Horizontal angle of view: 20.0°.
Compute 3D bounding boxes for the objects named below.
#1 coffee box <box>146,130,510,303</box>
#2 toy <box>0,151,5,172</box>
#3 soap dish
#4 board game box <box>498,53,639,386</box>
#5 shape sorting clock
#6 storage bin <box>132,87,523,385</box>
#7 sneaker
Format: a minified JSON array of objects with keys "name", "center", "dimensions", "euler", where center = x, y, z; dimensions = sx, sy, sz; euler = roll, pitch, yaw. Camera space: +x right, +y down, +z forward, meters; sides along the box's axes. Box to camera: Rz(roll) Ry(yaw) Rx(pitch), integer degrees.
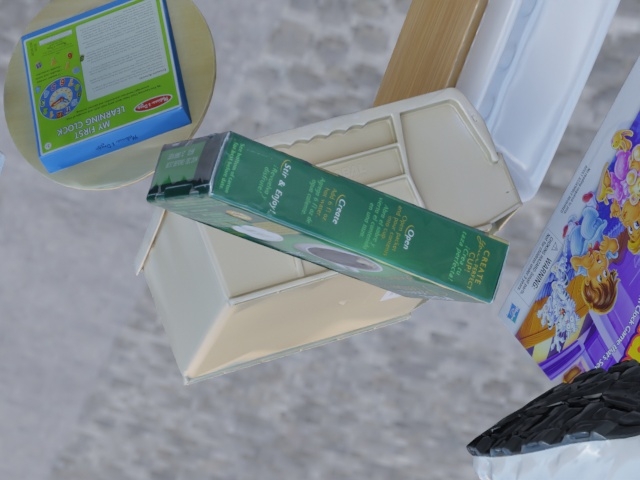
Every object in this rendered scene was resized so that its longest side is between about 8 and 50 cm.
[{"name":"coffee box","center":[0.003,-0.011,1.037],"dimensions":[0.184,0.040,0.113],"euler":[21,171,-21]},{"name":"toy","center":[-0.354,-0.044,1.273],"dimensions":[0.237,0.056,0.137],"euler":[26,116,6]},{"name":"soap dish","center":[0.166,-0.179,1.745],"dimensions":[0.118,0.290,0.229],"euler":[29,-163,30]},{"name":"board game box","center":[0.290,-0.013,1.349],"dimensions":[0.078,0.233,0.347],"euler":[10,118,-33]},{"name":"shape sorting clock","center":[-0.188,-0.142,1.621],"dimensions":[0.206,0.206,0.040],"euler":[2,161,21]},{"name":"storage bin","center":[0.000,0.000,1.506],"dimensions":[0.260,0.123,0.262],"euler":[-16,165,-18]},{"name":"sneaker","center":[0.179,0.103,0.742],"dimensions":[0.271,0.100,0.108],"euler":[-15,103,56]}]
